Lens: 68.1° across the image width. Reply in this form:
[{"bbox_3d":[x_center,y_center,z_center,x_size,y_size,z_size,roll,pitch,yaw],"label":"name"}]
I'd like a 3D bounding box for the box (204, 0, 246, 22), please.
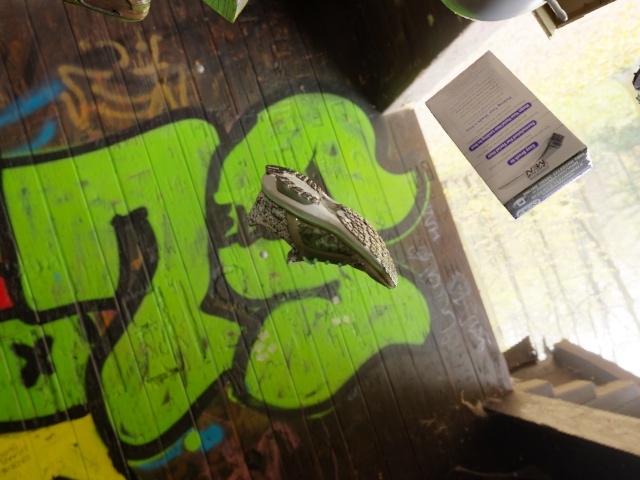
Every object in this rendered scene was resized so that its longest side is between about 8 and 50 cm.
[{"bbox_3d":[-0.184,-0.541,0.784,0.214,0.243,0.117,-56,-163,-1],"label":"box"}]

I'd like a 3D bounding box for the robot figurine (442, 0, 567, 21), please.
[{"bbox_3d":[0.217,-0.437,0.606,0.299,0.354,0.200,-5,160,-22],"label":"robot figurine"}]

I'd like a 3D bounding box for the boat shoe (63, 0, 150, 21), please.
[{"bbox_3d":[-0.376,-0.366,0.607,0.307,0.111,0.104,17,149,-14],"label":"boat shoe"}]

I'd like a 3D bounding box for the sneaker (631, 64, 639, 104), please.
[{"bbox_3d":[0.688,-0.292,0.929,0.234,0.106,0.078,-2,128,-50],"label":"sneaker"}]

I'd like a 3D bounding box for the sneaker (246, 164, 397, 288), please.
[{"bbox_3d":[0.000,0.000,1.122,0.182,0.410,0.158,-50,-174,23],"label":"sneaker"}]

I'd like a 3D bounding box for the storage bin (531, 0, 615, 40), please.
[{"bbox_3d":[0.675,-0.686,1.214,0.260,0.123,0.262,33,150,-33],"label":"storage bin"}]

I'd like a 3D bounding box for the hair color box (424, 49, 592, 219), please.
[{"bbox_3d":[0.397,-0.235,1.035,0.185,0.339,0.110,-38,144,20],"label":"hair color box"}]
